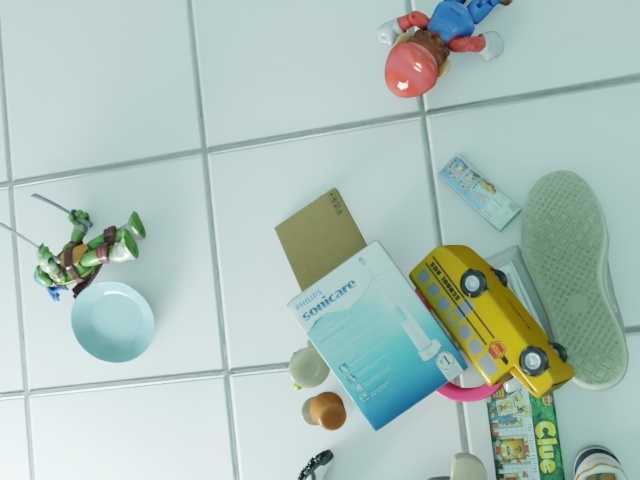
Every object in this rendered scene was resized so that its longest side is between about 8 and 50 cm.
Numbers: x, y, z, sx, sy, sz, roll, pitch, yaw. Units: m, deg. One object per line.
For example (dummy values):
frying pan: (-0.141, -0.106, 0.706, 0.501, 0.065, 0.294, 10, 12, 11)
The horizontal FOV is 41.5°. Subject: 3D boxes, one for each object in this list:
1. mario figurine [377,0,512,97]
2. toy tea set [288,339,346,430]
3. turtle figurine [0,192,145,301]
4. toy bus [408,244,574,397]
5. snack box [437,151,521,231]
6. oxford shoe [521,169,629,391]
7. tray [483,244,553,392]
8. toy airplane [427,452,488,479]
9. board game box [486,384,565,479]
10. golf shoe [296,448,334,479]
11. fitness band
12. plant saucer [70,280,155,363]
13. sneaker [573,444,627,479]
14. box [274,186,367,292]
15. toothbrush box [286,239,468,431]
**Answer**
mario figurine: (0.253, -0.425, 1.765, 0.320, 0.170, 0.198, -49, 40, -4)
toy tea set: (0.033, 0.227, 1.773, 0.200, 0.124, 0.336, 30, 90, -15)
turtle figurine: (-0.545, -0.011, 1.873, 0.266, 0.198, 0.274, -15, 86, 9)
toy bus: (0.317, 0.153, 1.579, 0.130, 0.108, 0.332, -47, 64, 26)
snack box: (0.328, -0.101, 1.750, 0.178, 0.022, 0.064, 44, 98, 13)
oxford shoe: (0.496, 0.078, 1.650, 0.169, 0.130, 0.449, -15, 67, 18)
tray: (0.386, 0.155, 1.699, 0.145, 0.030, 0.270, -25, 74, 11)
toy airplane: (0.269, 0.635, 1.613, 0.384, 0.272, 0.386, 40, 85, -23)
board game box: (0.412, 0.417, 1.688, 0.136, 0.030, 0.259, -8, 84, 11)
golf shoe: (-0.017, 0.528, 1.770, 0.094, 0.077, 0.198, 36, 102, 3)
fitness band: (0.288, 0.177, 1.698, 0.209, 0.054, 0.290, -8, 82, 33)
plant saucer: (-0.463, 0.180, 1.901, 0.195, 0.037, 0.195, 1, 103, 5)
sneaker: (0.533, 0.560, 1.598, 0.126, 0.127, 0.321, -8, 85, 12)
box: (0.000, 0.000, 1.775, 0.164, 0.021, 0.201, -34, 49, 9)
toothbrush box: (0.107, 0.176, 1.622, 0.216, 0.126, 0.295, -37, 88, 4)
